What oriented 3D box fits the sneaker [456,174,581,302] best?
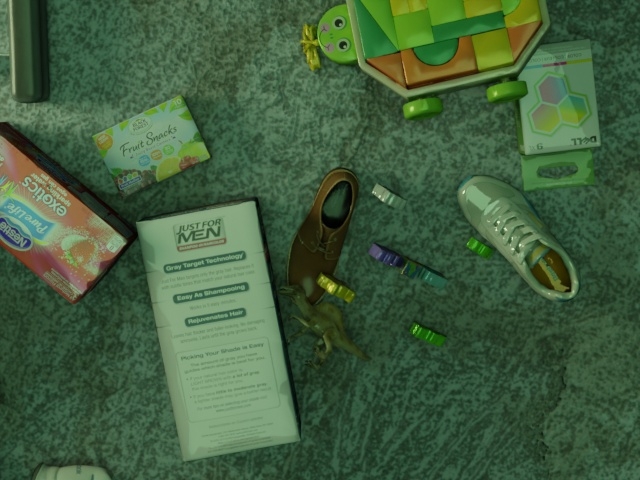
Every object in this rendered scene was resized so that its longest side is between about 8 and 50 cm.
[{"bbox_3d":[0.288,-0.007,1.779,0.229,0.092,0.087,44,95,-3],"label":"sneaker"}]

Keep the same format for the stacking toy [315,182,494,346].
[{"bbox_3d":[0.125,0.037,1.789,0.221,0.052,0.167,27,98,-24],"label":"stacking toy"}]

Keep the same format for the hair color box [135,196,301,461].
[{"bbox_3d":[-0.141,0.123,1.781,0.174,0.105,0.347,-10,96,1],"label":"hair color box"}]

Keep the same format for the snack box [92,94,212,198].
[{"bbox_3d":[-0.240,-0.134,1.789,0.141,0.037,0.100,-25,94,2],"label":"snack box"}]

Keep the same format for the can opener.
[{"bbox_3d":[-0.427,-0.332,1.752,0.093,0.074,0.280,-5,98,5],"label":"can opener"}]

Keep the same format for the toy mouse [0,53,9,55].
[{"bbox_3d":[-0.534,-0.284,1.774,0.161,0.031,0.143,-30,95,3],"label":"toy mouse"}]

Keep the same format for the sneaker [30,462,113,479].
[{"bbox_3d":[-0.348,0.467,1.816,0.129,0.111,0.297,-5,97,-6],"label":"sneaker"}]

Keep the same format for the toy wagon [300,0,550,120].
[{"bbox_3d":[0.138,-0.304,1.732,0.344,0.068,0.267,-11,84,8],"label":"toy wagon"}]

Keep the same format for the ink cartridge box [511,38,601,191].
[{"bbox_3d":[0.334,-0.176,1.777,0.109,0.062,0.209,-6,96,0],"label":"ink cartridge box"}]

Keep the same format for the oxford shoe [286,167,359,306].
[{"bbox_3d":[0.000,0.000,1.786,0.076,0.076,0.212,16,99,-5],"label":"oxford shoe"}]

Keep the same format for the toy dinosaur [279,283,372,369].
[{"bbox_3d":[0.010,0.134,1.774,0.183,0.053,0.092,43,53,-17],"label":"toy dinosaur"}]

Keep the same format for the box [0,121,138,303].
[{"bbox_3d":[-0.394,-0.042,1.752,0.257,0.128,0.122,40,94,-5],"label":"box"}]
